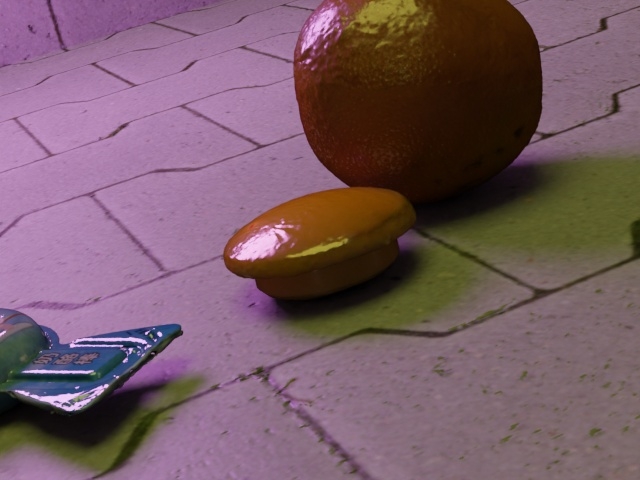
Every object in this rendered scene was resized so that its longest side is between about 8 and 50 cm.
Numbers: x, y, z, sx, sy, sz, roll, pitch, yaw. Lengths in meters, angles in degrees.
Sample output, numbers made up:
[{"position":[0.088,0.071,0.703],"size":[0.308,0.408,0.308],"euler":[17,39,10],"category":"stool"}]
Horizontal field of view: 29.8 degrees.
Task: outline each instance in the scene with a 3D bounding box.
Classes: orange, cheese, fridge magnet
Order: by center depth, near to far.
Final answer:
[{"position":[-0.219,0.084,0.807],"size":[0.244,0.052,0.135],"euler":[-4,22,29],"category":"cheese"},{"position":[0.000,0.000,0.869],"size":[0.143,0.063,0.143],"euler":[-13,18,4],"category":"fridge magnet"},{"position":[0.078,-0.124,0.965],"size":[0.206,0.206,0.206],"euler":[-13,19,5],"category":"orange"}]
